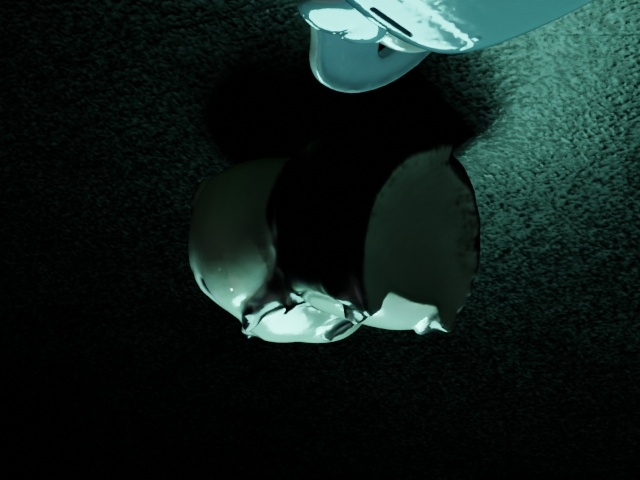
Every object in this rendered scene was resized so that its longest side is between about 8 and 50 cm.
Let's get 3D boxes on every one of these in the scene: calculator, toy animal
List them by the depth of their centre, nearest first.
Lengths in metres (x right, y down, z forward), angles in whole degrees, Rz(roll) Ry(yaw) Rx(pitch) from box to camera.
[{"bbox_3d":[0.115,-0.207,1.155,0.302,0.042,0.188,-23,147,36],"label":"calculator"},{"bbox_3d":[0.000,0.000,1.695,0.310,0.251,0.251,0,147,42],"label":"toy animal"}]

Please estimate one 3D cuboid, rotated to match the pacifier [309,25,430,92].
[{"bbox_3d":[0.030,-0.273,1.318,0.226,0.238,0.287,35,166,31],"label":"pacifier"}]
